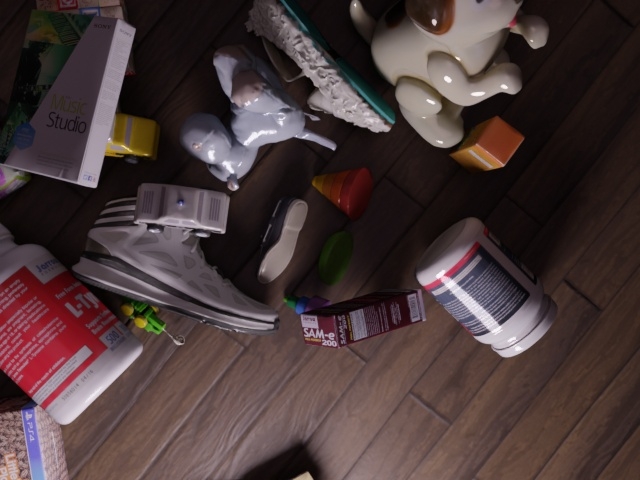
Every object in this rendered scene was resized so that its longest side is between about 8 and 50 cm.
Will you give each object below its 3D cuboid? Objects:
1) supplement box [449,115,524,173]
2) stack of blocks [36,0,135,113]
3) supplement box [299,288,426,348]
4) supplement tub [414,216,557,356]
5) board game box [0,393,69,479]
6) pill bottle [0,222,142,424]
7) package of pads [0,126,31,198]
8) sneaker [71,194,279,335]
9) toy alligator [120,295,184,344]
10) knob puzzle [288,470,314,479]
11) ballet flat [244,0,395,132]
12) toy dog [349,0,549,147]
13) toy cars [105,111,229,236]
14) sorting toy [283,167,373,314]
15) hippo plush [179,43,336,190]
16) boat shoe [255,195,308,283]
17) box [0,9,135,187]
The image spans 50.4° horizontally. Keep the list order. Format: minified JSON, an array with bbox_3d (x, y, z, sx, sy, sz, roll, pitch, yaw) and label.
[{"bbox_3d":[0.348,-0.199,1.449,0.080,0.233,0.078,36,89,-2],"label":"supplement box"},{"bbox_3d":[-0.489,-0.375,1.449,0.171,0.087,0.297,-6,92,-5],"label":"stack of blocks"},{"bbox_3d":[0.092,0.162,1.444,0.239,0.130,0.073,-11,93,-33],"label":"supplement box"},{"bbox_3d":[0.358,0.101,1.481,0.272,0.191,0.191,44,88,-4],"label":"supplement tub"},{"bbox_3d":[-0.706,0.465,1.433,0.291,0.141,0.232,-9,93,-4],"label":"board game box"},{"bbox_3d":[-0.583,0.158,1.388,0.229,0.229,0.408,-44,95,-2],"label":"pill bottle"},{"bbox_3d":[-0.794,-0.145,1.427,0.296,0.101,0.229,-31,93,-2],"label":"package of pads"},{"bbox_3d":[-0.265,0.034,1.442,0.447,0.169,0.258,22,80,-14],"label":"sneaker"},{"bbox_3d":[-0.382,0.175,1.497,0.189,0.056,0.051,43,129,-5],"label":"toy alligator"},{"bbox_3d":[-0.058,0.626,1.495,0.213,0.030,0.213,0,91,-5],"label":"knob puzzle"},{"bbox_3d":[-0.007,-0.373,1.485,0.147,0.147,0.409,-41,91,-2],"label":"ballet flat"},{"bbox_3d":[0.257,-0.439,1.336,0.395,0.408,0.284,43,79,6],"label":"toy dog"},{"bbox_3d":[-0.349,-0.143,1.358,0.176,0.087,0.394,-44,87,-14],"label":"toy cars"},{"bbox_3d":[0.000,0.000,1.512,0.126,0.127,0.366,19,93,24],"label":"sorting toy"},{"bbox_3d":[-0.173,-0.255,1.450,0.236,0.234,0.294,-42,137,15],"label":"hippo plush"},{"bbox_3d":[-0.097,-0.004,1.518,0.065,0.075,0.206,29,96,40],"label":"boat shoe"},{"bbox_3d":[-0.501,-0.281,1.326,0.232,0.058,0.322,13,88,24],"label":"box"}]
